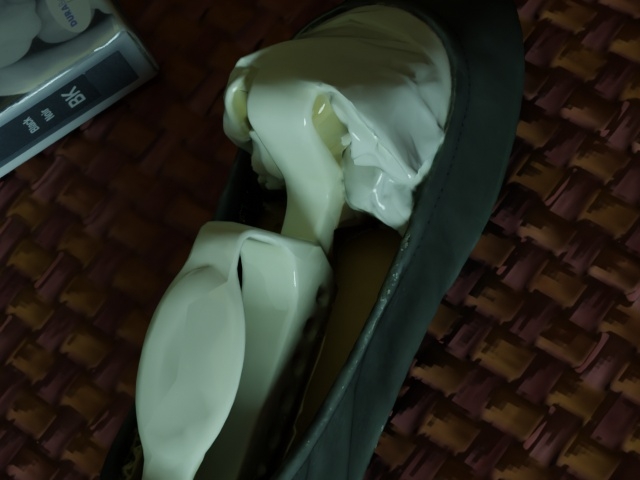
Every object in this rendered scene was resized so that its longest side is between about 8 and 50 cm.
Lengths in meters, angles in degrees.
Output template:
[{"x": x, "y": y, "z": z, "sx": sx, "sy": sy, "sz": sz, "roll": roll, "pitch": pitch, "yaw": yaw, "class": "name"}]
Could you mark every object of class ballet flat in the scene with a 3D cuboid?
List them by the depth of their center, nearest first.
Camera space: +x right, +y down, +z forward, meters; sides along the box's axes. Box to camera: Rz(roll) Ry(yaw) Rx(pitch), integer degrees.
[{"x": 0.000, "y": 0.000, "z": 0.657, "sx": 0.095, "sy": 0.096, "sz": 0.280, "roll": 7, "pitch": 65, "yaw": 26, "class": "ballet flat"}]

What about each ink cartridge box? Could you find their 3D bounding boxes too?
[{"x": -0.197, "y": -0.087, "z": 0.818, "sx": 0.208, "sy": 0.045, "sz": 0.206, "roll": -34, "pitch": 55, "yaw": 2, "class": "ink cartridge box"}]
